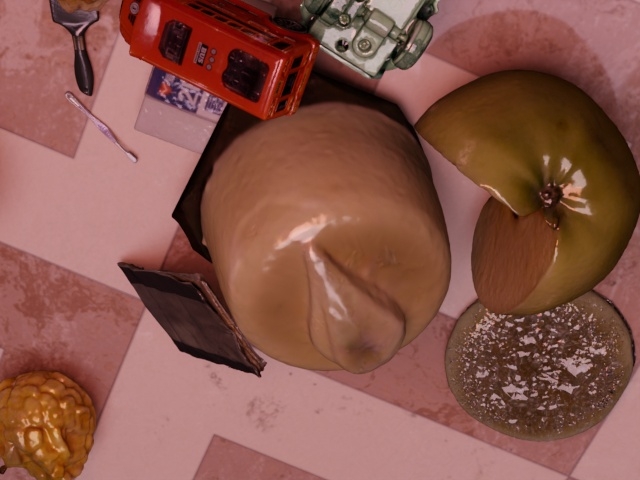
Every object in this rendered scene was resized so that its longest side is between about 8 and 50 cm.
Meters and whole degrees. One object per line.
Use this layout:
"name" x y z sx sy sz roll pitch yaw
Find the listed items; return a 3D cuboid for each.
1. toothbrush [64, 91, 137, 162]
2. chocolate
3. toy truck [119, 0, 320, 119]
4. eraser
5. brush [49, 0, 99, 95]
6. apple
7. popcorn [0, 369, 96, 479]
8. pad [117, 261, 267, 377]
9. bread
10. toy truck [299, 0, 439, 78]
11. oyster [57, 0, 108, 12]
"toothbrush" -0.292 -0.151 1.768 0.011 0.013 0.131 -42 104 12
"chocolate" 0.000 0.000 1.631 0.326 0.297 0.314 23 118 -16
"toy truck" -0.136 -0.237 1.558 0.253 0.114 0.107 27 116 14
"eraser" -0.148 -0.220 1.689 0.124 0.068 0.210 20 117 -6
"brush" -0.315 -0.278 1.707 0.063 0.016 0.193 0 115 5
"apple" 0.267 -0.068 1.605 0.233 0.258 0.295 -26 101 -8
"popcorn" -0.409 0.271 1.917 0.170 0.180 0.180 -35 110 -10
"pad" -0.178 0.103 1.784 0.233 0.022 0.174 8 136 54
"bread" 0.306 0.172 1.843 0.267 0.040 0.267 2 115 5
"toy truck" 0.094 -0.332 1.560 0.155 0.156 0.279 31 114 -9
"oyster" -0.263 -0.382 1.600 0.233 0.107 0.161 -35 114 17
